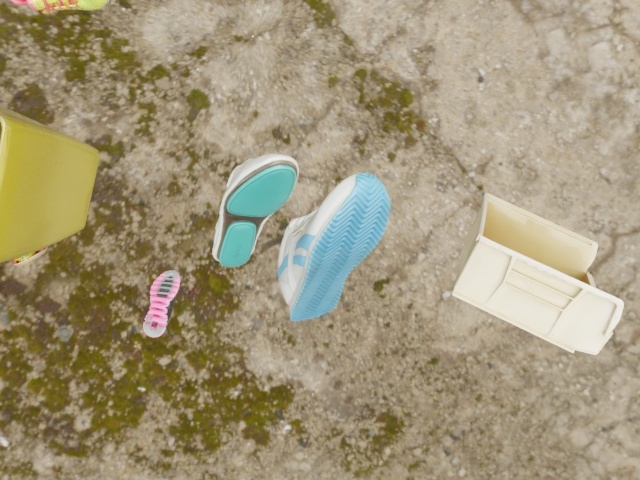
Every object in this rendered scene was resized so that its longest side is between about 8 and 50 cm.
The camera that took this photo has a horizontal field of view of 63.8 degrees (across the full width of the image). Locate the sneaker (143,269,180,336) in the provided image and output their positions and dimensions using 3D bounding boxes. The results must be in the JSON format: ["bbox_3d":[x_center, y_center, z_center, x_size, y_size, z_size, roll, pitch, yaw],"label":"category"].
[{"bbox_3d":[-0.276,0.111,0.909,0.047,0.057,0.120,17,80,2],"label":"sneaker"}]

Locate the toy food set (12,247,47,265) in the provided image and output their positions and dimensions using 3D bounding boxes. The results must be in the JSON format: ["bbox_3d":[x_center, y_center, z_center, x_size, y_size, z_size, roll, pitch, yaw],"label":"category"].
[{"bbox_3d":[-0.672,0.031,1.191,0.082,0.083,0.020,-13,113,29],"label":"toy food set"}]

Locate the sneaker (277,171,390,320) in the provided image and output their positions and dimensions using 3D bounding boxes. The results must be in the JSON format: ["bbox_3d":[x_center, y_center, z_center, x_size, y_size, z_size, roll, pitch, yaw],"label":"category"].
[{"bbox_3d":[0.000,0.000,0.594,0.087,0.092,0.229,-4,143,-31],"label":"sneaker"}]

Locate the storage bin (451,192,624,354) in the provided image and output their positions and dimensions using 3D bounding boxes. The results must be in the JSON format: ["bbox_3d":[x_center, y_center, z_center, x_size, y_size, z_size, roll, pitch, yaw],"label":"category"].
[{"bbox_3d":[0.392,0.051,0.944,0.260,0.262,0.123,26,116,9],"label":"storage bin"}]

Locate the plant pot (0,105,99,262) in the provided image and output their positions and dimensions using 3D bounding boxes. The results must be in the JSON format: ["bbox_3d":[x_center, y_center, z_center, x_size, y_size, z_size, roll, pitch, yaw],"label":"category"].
[{"bbox_3d":[-0.480,-0.100,0.805,0.212,0.187,0.213,24,103,24],"label":"plant pot"}]

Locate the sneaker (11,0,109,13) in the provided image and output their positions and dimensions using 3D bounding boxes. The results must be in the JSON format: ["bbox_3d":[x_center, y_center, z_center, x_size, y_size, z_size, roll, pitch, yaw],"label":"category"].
[{"bbox_3d":[-0.464,-0.432,0.903,0.208,0.094,0.082,15,148,22],"label":"sneaker"}]

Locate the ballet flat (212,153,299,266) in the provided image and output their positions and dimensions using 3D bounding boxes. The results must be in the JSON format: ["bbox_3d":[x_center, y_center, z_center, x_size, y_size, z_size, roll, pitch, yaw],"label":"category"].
[{"bbox_3d":[-0.168,-0.090,1.154,0.139,0.139,0.400,19,141,-14],"label":"ballet flat"}]
